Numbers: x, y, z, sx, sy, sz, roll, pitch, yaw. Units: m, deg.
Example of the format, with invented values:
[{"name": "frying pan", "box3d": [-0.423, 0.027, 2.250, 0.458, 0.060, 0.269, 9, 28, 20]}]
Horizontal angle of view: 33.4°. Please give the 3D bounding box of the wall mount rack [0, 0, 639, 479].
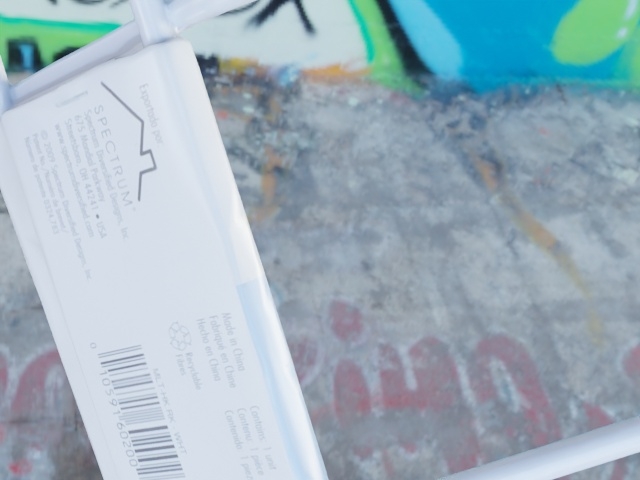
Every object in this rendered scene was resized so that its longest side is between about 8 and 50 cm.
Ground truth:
[{"name": "wall mount rack", "box3d": [0.000, 0.000, 0.431, 0.130, 0.304, 0.350, -23, 96, -51]}]
